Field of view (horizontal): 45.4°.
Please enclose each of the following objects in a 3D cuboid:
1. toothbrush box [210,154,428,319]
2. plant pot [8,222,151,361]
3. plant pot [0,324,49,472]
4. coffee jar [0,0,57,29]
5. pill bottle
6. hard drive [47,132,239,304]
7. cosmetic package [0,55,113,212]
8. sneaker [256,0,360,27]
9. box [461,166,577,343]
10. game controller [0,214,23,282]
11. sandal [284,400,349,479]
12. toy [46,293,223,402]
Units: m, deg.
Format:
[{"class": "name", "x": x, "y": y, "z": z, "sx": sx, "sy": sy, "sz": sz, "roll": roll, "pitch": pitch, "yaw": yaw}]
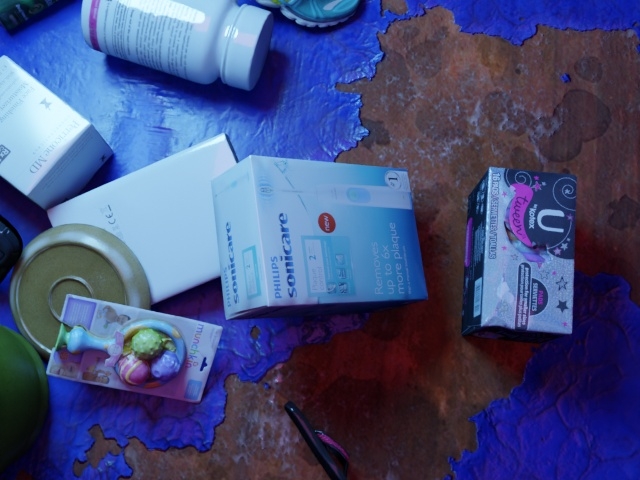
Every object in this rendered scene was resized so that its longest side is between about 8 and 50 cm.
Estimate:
[{"class": "toothbrush box", "x": 0.000, "y": 0.000, "z": 1.148, "sx": 0.296, "sy": 0.126, "sz": 0.216, "roll": 2, "pitch": 75, "yaw": -35}, {"class": "plant pot", "x": -0.381, "y": 0.092, "z": 1.185, "sx": 0.237, "sy": 0.032, "sz": 0.236, "roll": 1, "pitch": 96, "yaw": 9}, {"class": "plant pot", "x": -0.546, "y": 0.219, "z": 1.020, "sx": 0.367, "sy": 0.353, "sz": 0.366, "roll": 0, "pitch": 82, "yaw": 3}, {"class": "coffee jar", "x": -0.483, "y": -0.442, "z": 1.308, "sx": 0.184, "sy": 0.096, "sz": 0.079, "roll": -33, "pitch": 84, "yaw": -8}, {"class": "pill bottle", "x": -0.232, "y": -0.354, "z": 1.266, "sx": 0.283, "sy": 0.160, "sz": 0.160, "roll": 18, "pitch": 78, "yaw": 2}, {"class": "hard drive", "x": -0.249, "y": -0.015, "z": 1.202, "sx": 0.308, "sy": 0.040, "sz": 0.202, "roll": -23, "pitch": 92, "yaw": 5}, {"class": "cosmetic package", "x": -0.461, "y": -0.160, "z": 1.218, "sx": 0.184, "sy": 0.151, "sz": 0.151, "roll": 37, "pitch": 80, "yaw": 5}, {"class": "sneaker", "x": -0.041, "y": -0.439, "z": 1.286, "sx": 0.276, "sy": 0.110, "sz": 0.106, "roll": 7, "pitch": 72, "yaw": -33}, {"class": "box", "x": 0.311, "y": 0.028, "z": 1.203, "sx": 0.142, "sy": 0.163, "sz": 0.247, "roll": 5, "pitch": 78, "yaw": 0}, {"class": "game controller", "x": -0.607, "y": -0.052, "z": 1.168, "sx": 0.319, "sy": 0.166, "sz": 0.067, "roll": 42, "pitch": 43, "yaw": -9}, {"class": "sandal", "x": 0.009, "y": 0.317, "z": 1.180, "sx": 0.040, "sy": 0.067, "sz": 0.179, "roll": -31, "pitch": 78, "yaw": -20}, {"class": "toy", "x": -0.278, "y": 0.174, "z": 1.147, "sx": 0.238, "sy": 0.056, "sz": 0.136, "roll": 15, "pitch": 104, "yaw": -14}]
